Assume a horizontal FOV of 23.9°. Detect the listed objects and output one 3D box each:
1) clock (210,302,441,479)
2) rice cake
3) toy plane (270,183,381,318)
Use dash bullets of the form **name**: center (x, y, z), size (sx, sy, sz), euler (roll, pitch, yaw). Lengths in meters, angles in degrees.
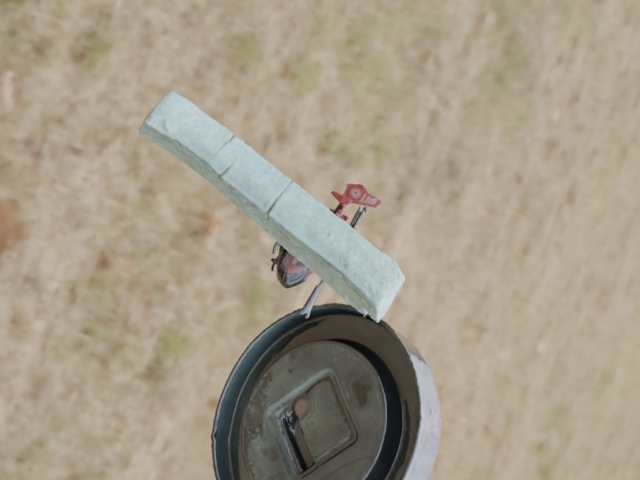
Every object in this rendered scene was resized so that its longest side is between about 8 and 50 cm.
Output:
- **clock**: center (0.005, 0.238, 1.900), size (0.066, 0.319, 0.319), euler (27, 82, -50)
- **rice cake**: center (-0.037, -0.029, 1.186), size (0.045, 0.245, 0.042), euler (-49, 176, -22)
- **toy plane**: center (0.000, 0.000, 1.397), size (0.145, 0.060, 0.037), euler (-55, 166, -26)
